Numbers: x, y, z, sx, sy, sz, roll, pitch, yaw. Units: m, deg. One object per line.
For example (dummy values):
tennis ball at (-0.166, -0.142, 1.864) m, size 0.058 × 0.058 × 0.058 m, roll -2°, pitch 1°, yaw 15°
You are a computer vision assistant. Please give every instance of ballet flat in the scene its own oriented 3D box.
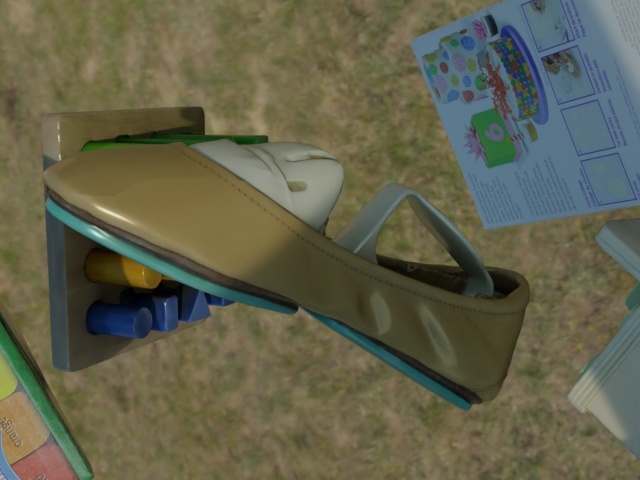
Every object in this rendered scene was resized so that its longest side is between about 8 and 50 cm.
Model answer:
ballet flat at (0.000, 0.000, 0.422) m, size 0.080 × 0.232 × 0.073 m, roll 31°, pitch 92°, yaw 51°

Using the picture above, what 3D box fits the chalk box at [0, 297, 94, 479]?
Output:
chalk box at (-0.197, 0.065, 0.467) m, size 0.213 × 0.132 × 0.132 m, roll 35°, pitch 150°, yaw 55°

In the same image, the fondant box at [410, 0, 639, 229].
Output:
fondant box at (0.264, -0.151, 1.096) m, size 0.330 × 0.096 × 0.238 m, roll -11°, pitch 105°, yaw 57°

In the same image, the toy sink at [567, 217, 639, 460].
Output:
toy sink at (0.298, 0.105, 0.828) m, size 0.234 × 0.152 × 0.131 m, roll 47°, pitch 120°, yaw 27°

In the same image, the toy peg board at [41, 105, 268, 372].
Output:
toy peg board at (-0.098, -0.006, 0.699) m, size 0.079 × 0.161 × 0.161 m, roll 4°, pitch 100°, yaw 27°
